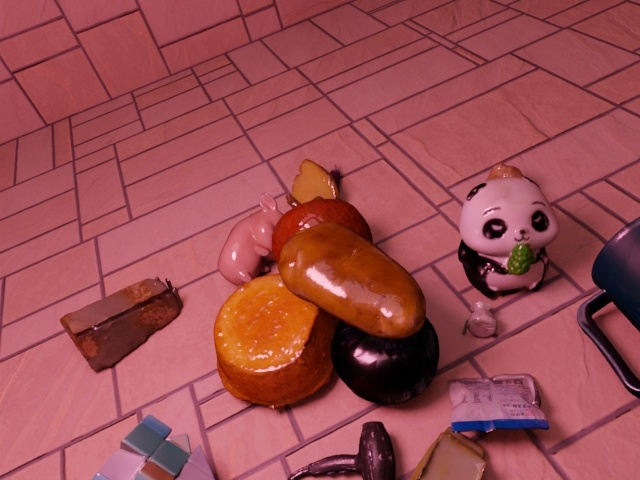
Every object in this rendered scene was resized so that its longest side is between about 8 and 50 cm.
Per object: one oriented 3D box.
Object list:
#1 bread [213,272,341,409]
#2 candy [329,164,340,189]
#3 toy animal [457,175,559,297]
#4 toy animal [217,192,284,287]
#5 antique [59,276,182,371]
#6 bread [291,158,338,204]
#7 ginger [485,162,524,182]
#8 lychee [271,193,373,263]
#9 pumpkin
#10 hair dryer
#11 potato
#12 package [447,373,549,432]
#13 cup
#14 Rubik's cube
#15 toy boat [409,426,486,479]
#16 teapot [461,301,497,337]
[{"bbox_3d":[-0.102,0.215,1.202,0.312,0.172,0.312,-8,46,8],"label":"bread"},{"bbox_3d":[0.038,-0.181,1.664,0.043,0.045,0.175,19,43,-10],"label":"candy"},{"bbox_3d":[0.421,-0.006,1.193,0.213,0.266,0.212,-6,47,7],"label":"toy animal"},{"bbox_3d":[-0.183,0.012,1.461,0.154,0.166,0.250,36,63,9],"label":"toy animal"},{"bbox_3d":[-0.509,0.201,1.394,0.284,0.150,0.125,-32,43,-27],"label":"antique"},{"bbox_3d":[-0.010,-0.150,1.610,0.187,0.149,0.065,47,28,26],"label":"bread"},{"bbox_3d":[0.523,-0.127,1.395,0.193,0.122,0.115,23,36,29],"label":"ginger"},{"bbox_3d":[0.000,0.000,1.348,0.255,0.255,0.300,-26,53,-8],"label":"lychee"},{"bbox_3d":[0.134,0.230,1.115,0.233,0.163,0.233,-7,44,7],"label":"pumpkin"},{"bbox_3d":[0.038,0.456,1.003,0.219,0.075,0.195,-16,51,18],"label":"hair dryer"},{"bbox_3d":[0.060,0.076,1.077,0.369,0.195,0.176,31,95,36],"label":"potato"},{"bbox_3d":[0.335,0.312,1.021,0.171,0.027,0.173,-5,20,13],"label":"package"},{"bbox_3d":[0.680,0.121,0.988,0.308,0.242,0.292,-18,45,-4],"label":"cup"},{"bbox_3d":[-0.312,0.480,0.979,0.213,0.265,0.224,33,94,0],"label":"Rubik's cube"},{"bbox_3d":[0.201,0.449,0.910,0.111,0.084,0.276,32,59,16],"label":"toy boat"},{"bbox_3d":[0.352,0.178,1.178,0.083,0.064,0.064,-32,25,33],"label":"teapot"}]
